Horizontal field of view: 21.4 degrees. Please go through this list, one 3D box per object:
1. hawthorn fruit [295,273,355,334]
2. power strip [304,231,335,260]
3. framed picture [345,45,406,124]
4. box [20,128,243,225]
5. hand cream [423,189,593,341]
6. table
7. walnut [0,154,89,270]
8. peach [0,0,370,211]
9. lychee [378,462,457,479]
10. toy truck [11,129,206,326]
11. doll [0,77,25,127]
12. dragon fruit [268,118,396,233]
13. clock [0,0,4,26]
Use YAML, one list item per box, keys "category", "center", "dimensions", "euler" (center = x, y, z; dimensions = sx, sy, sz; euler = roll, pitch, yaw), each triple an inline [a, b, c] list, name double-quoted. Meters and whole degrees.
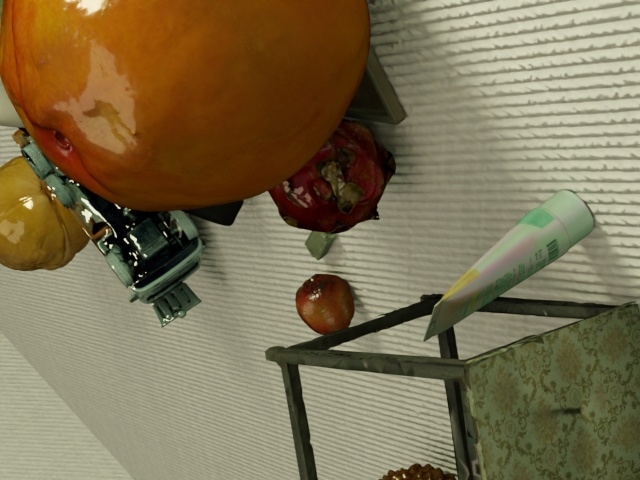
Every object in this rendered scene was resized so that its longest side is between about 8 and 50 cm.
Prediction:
- category: "hawthorn fruit"
  center: [0.005, 0.077, 2.025]
  dimensions: [0.077, 0.077, 0.077]
  euler: [44, 158, 23]
- category: "power strip"
  center: [0.000, 0.000, 1.985]
  dimensions: [0.027, 0.017, 0.083]
  euler: [50, 160, 7]
- category: "framed picture"
  center: [-0.019, -0.226, 1.659]
  dimensions: [0.184, 0.016, 0.250]
  euler: [14, 136, 61]
- category: "box"
  center: [-0.263, -0.117, 2.123]
  dimensions: [0.290, 0.073, 0.289]
  euler: [28, 179, -33]
- category: "hand cream"
  center: [0.156, 0.022, 1.444]
  dimensions: [0.047, 0.174, 0.076]
  euler: [47, 160, 18]
- category: "table"
  center: [0.139, 0.235, 1.547]
  dimensions: [0.272, 0.222, 0.335]
  euler: [1, 103, 49]
- category: "walnut"
  center: [-0.436, -0.044, 2.631]
  dimensions: [0.193, 0.193, 0.226]
  euler: [52, 166, 4]
- category: "peach"
  center: [-0.133, -0.182, 1.518]
  dimensions: [0.343, 0.301, 0.343]
  euler: [46, 158, 24]
- category: "lychee"
  center: [0.125, 0.384, 2.098]
  dimensions: [0.200, 0.200, 0.238]
  euler: [45, 146, 22]
- category: "toy truck"
  center: [-0.278, -0.035, 2.390]
  dimensions: [0.338, 0.133, 0.184]
  euler: [51, 170, 14]
- category: "doll"
  center: [-0.310, -0.247, 1.924]
  dimensions: [0.376, 0.187, 0.366]
  euler: [20, -150, -18]
- category: "dragon fruit"
  center: [-0.010, -0.085, 1.742]
  dimensions: [0.246, 0.125, 0.125]
  euler: [41, 148, 53]
- category: "clock"
  center: [-0.367, -0.352, 1.832]
  dimensions: [0.348, 0.286, 0.117]
  euler: [44, 151, 35]
